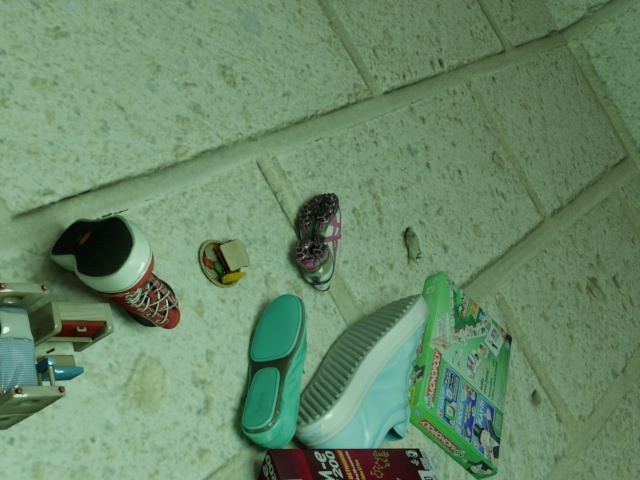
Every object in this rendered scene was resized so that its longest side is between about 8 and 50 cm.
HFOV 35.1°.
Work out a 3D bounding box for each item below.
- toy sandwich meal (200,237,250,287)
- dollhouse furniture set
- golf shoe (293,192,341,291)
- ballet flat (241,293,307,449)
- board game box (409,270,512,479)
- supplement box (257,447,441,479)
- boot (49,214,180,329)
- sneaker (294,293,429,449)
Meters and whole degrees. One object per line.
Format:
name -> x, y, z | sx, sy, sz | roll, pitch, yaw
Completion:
toy sandwich meal -> -0.140, 0.031, 1.488 | 0.086, 0.029, 0.085 | 29, 46, -35
dollhouse furniture set -> -0.306, 0.131, 1.139 | 0.184, 0.129, 0.129 | 6, 62, -48
golf shoe -> 0.000, 0.000, 1.659 | 0.186, 0.068, 0.086 | -77, 153, -43
ballet flat -> -0.060, 0.193, 1.448 | 0.247, 0.083, 0.087 | -79, 152, -42
board game box -> 0.249, 0.234, 1.800 | 0.213, 0.046, 0.317 | 42, 40, -22
supplement box -> 0.048, 0.346, 1.351 | 0.239, 0.073, 0.130 | 4, 32, -22
boot -> -0.216, 0.054, 1.225 | 0.176, 0.244, 0.088 | 42, 75, -25
sneaker -> 0.084, 0.227, 1.554 | 0.150, 0.135, 0.366 | 59, 44, -15
